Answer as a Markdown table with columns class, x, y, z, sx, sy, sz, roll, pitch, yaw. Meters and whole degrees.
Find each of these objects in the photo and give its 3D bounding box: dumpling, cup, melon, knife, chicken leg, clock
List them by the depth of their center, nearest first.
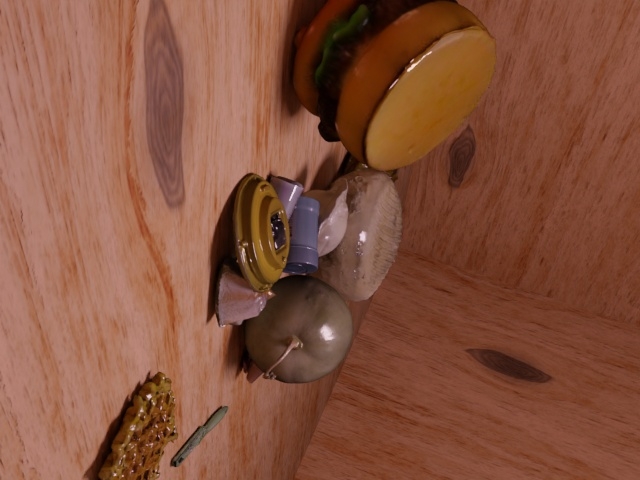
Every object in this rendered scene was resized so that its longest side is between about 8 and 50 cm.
| class | x | y | z | sx | sy | sz | roll | pitch | yaw |
| --- | --- | --- | --- | --- | --- | --- | --- | --- | --- |
| clock | -0.103 | -0.015 | 1.607 | 0.237 | 0.057 | 0.236 | -5 | 90 | -74 |
| melon | -0.165 | 0.112 | 1.645 | 0.139 | 0.093 | 0.202 | -63 | 162 | -3 |
| cup | -0.084 | -0.078 | 1.765 | 0.104 | 0.074 | 0.116 | -3 | 115 | -76 |
| knife | -0.266 | 0.431 | 1.862 | 0.293 | 0.020 | 0.043 | -41 | 150 | -68 |
| melon | -0.052 | 0.203 | 1.928 | 0.271 | 0.272 | 0.308 | -71 | -161 | -3 |
| dumpling | -0.010 | -0.038 | 1.968 | 0.258 | 0.147 | 0.193 | -55 | -176 | 8 |
| chicken leg | 0.119 | -0.179 | 2.475 | 0.361 | 0.140 | 0.211 | -53 | 139 | -31 |

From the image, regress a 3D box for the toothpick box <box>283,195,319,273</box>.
| class | x | y | z | sx | sy | sz | roll | pitch | yaw |
| --- | --- | --- | --- | --- | --- | --- | --- | --- | --- |
| toothpick box | -0.053 | -0.011 | 1.839 | 0.101 | 0.101 | 0.153 | 77 | 14 | -71 |

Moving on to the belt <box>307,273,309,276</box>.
| class | x | y | z | sx | sy | sz | roll | pitch | yaw |
| --- | --- | --- | --- | --- | --- | --- | --- | --- | --- |
| belt | 0.018 | 0.072 | 2.514 | 0.147 | 0.082 | 0.162 | -40 | 149 | -78 |

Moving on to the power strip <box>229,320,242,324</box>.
| class | x | y | z | sx | sy | sz | roll | pitch | yaw |
| --- | --- | --- | --- | --- | --- | --- | --- | --- | --- |
| power strip | -0.146 | 0.079 | 1.835 | 0.060 | 0.027 | 0.252 | 89 | 23 | -62 |

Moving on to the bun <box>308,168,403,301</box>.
| class | x | y | z | sx | sy | sz | roll | pitch | yaw |
| --- | --- | --- | --- | --- | --- | --- | --- | --- | --- |
| bun | 0.086 | -0.022 | 2.216 | 0.326 | 0.235 | 0.361 | -28 | 131 | -54 |

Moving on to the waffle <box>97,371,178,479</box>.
| class | x | y | z | sx | sy | sz | roll | pitch | yaw |
| --- | --- | --- | --- | --- | --- | --- | --- | --- | --- |
| waffle | -0.311 | 0.360 | 1.425 | 0.245 | 0.052 | 0.254 | 92 | 18 | -52 |

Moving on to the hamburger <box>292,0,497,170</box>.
| class | x | y | z | sx | sy | sz | roll | pitch | yaw |
| --- | --- | --- | --- | --- | --- | --- | --- | --- | --- |
| hamburger | 0.139 | -0.352 | 1.670 | 0.396 | 0.277 | 0.395 | -33 | 155 | -17 |

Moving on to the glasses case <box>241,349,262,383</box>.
| class | x | y | z | sx | sy | sz | roll | pitch | yaw |
| --- | --- | --- | --- | --- | --- | --- | --- | --- | --- |
| glasses case | -0.152 | 0.273 | 2.080 | 0.102 | 0.070 | 0.193 | -45 | -174 | 30 |
